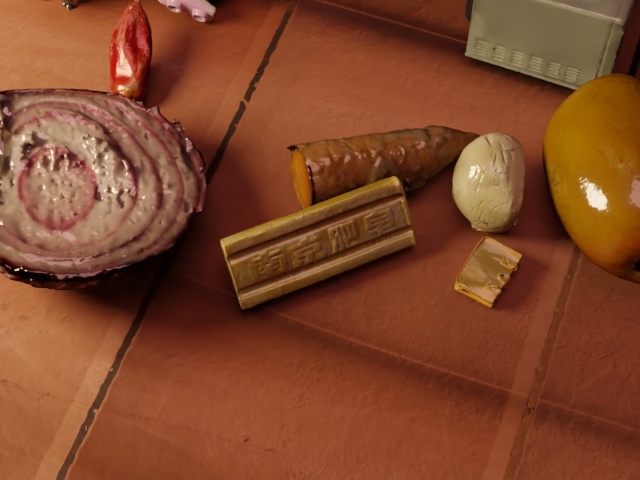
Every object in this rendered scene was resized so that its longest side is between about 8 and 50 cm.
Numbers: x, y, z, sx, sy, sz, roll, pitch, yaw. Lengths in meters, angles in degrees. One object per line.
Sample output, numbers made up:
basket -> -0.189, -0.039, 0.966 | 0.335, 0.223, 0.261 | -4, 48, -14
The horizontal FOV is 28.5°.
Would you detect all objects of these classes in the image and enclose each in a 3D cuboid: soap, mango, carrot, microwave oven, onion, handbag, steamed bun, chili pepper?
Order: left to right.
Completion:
onion -> -0.291, -0.041, 1.607 | 0.280, 0.146, 0.314 | 6, 50, -13
chili pepper -> -0.265, -0.246, 1.753 | 0.059, 0.050, 0.191 | 4, 82, -6
soap -> 0.000, 0.000, 1.610 | 0.252, 0.092, 0.037 | -21, 20, -12
carrot -> 0.089, -0.109, 1.672 | 0.263, 0.102, 0.102 | -15, 62, -11
handbag -> 0.216, 0.042, 1.626 | 0.061, 0.027, 0.083 | 28, 66, 14
steamed bun -> 0.219, -0.079, 1.645 | 0.090, 0.112, 0.130 | 7, 67, 1
microwave oven -> 0.351, -0.382, 1.782 | 0.237, 0.181, 0.295 | 18, 61, 11
mango -> 0.398, -0.084, 1.623 | 0.211, 0.173, 0.317 | -10, 54, -7

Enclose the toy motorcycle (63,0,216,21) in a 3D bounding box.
toy motorcycle -> -0.290, -0.399, 1.809 | 0.327, 0.143, 0.188 | 21, 76, -9
